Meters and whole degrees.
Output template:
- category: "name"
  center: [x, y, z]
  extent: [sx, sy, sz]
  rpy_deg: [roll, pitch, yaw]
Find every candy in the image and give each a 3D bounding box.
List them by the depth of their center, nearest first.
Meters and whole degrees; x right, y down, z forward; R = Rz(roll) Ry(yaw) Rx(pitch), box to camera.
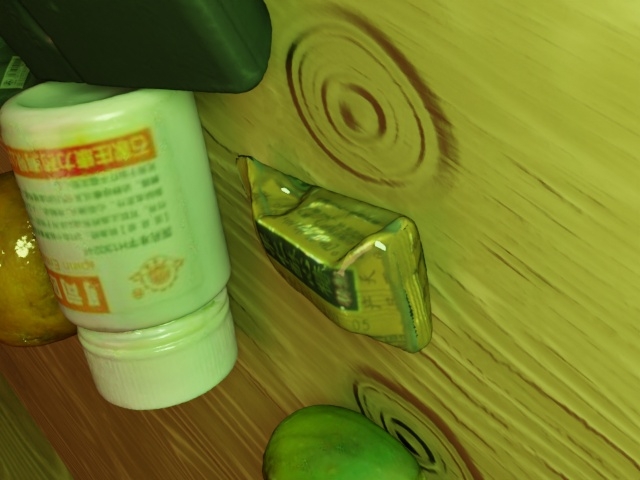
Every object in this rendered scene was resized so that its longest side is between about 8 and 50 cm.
- category: "candy"
  center: [0.000, 0.000, 0.734]
  extent: [0.271, 0.101, 0.143]
  rpy_deg: [27, 139, 50]

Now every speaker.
- category: "speaker"
  center: [-0.206, -0.278, 0.768]
  extent: [0.389, 0.184, 0.180]
  rpy_deg: [12, 150, 36]

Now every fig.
- category: "fig"
  center: [0.026, 0.274, 0.829]
  extent: [0.191, 0.181, 0.180]
  rpy_deg: [-4, 111, 29]

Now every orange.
- category: "orange"
  center: [-0.436, 0.025, 1.170]
  extent: [0.226, 0.284, 0.283]
  rpy_deg: [23, 130, 36]

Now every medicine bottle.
- category: "medicine bottle"
  center: [-0.229, -0.004, 0.927]
  extent: [0.219, 0.219, 0.388]
  rpy_deg: [22, 129, 45]

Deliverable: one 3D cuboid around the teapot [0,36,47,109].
- category: "teapot"
  center: [-0.457, -0.306, 1.076]
  extent: [0.239, 0.322, 0.239]
  rpy_deg: [-37, 72, 20]
